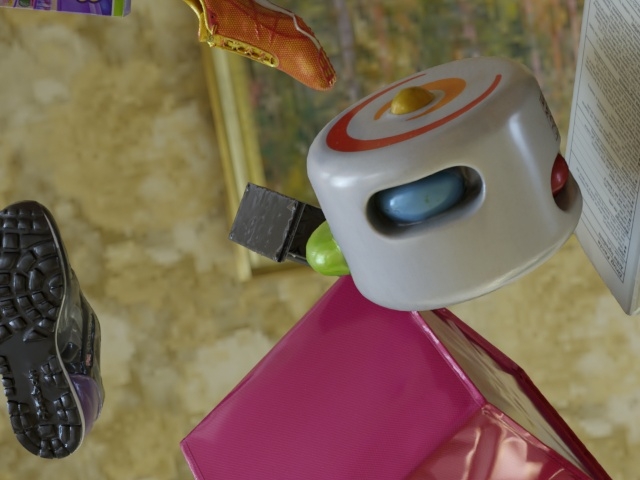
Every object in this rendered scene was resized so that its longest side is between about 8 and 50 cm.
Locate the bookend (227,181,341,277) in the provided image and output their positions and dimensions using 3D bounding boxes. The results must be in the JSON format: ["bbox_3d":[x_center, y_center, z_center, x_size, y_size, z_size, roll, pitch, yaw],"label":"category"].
[{"bbox_3d":[0.000,0.000,2.002,0.157,0.072,0.156,19,-178,-26],"label":"bookend"}]

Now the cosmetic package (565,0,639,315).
[{"bbox_3d":[0.290,-0.102,1.430,0.129,0.296,0.153,-14,-133,-14],"label":"cosmetic package"}]

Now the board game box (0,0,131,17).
[{"bbox_3d":[-0.285,-0.393,1.655,0.233,0.347,0.078,4,-169,-2],"label":"board game box"}]

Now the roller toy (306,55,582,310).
[{"bbox_3d":[0.094,-0.052,1.353,0.209,0.146,0.191,-34,-158,-26],"label":"roller toy"}]

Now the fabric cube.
[{"bbox_3d":[0.077,0.215,1.574,0.258,0.259,0.254,-47,-144,7],"label":"fabric cube"}]

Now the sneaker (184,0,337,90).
[{"bbox_3d":[-0.062,-0.173,1.464,0.067,0.175,0.064,-49,168,-17],"label":"sneaker"}]

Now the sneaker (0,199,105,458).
[{"bbox_3d":[-0.296,0.083,1.915,0.107,0.283,0.124,1,-161,16],"label":"sneaker"}]
